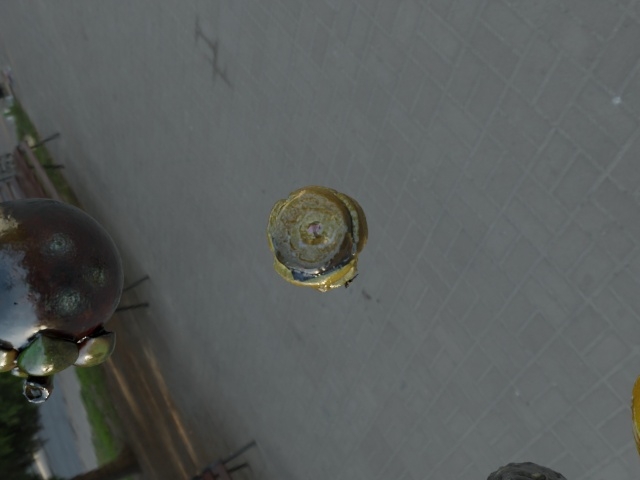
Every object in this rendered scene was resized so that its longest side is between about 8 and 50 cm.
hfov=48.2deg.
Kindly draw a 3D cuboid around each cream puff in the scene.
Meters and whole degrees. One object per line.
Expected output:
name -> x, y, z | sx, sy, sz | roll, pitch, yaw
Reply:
cream puff -> 0.000, 0.000, 1.247 | 0.189, 0.189, 0.129 | 55, -176, 17

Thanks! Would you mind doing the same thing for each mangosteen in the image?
mangosteen -> -0.463, 0.082, 1.159 | 0.300, 0.300, 0.300 | 39, 142, 39

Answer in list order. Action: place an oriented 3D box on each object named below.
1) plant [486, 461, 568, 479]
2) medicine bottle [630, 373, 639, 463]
plant -> 0.326, 0.450, 1.055 | 0.276, 0.188, 0.199 | -80, 9, -84
medicine bottle -> 0.281, 0.152, 0.519 | 0.096, 0.096, 0.192 | 41, 174, 38
